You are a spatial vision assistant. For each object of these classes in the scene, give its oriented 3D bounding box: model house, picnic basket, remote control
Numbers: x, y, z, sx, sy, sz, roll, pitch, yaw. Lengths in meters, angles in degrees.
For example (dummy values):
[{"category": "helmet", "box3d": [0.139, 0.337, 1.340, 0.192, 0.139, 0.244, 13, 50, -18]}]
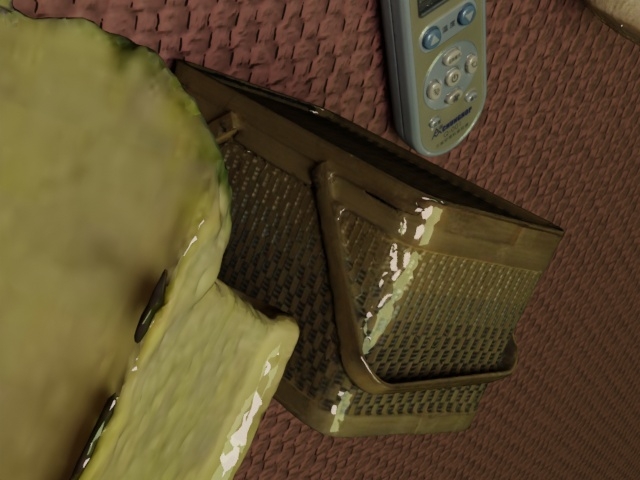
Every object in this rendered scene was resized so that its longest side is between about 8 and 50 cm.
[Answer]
[{"category": "model house", "box3d": [-0.169, 0.034, 0.464, 0.261, 0.321, 0.266, -64, 164, -9]}, {"category": "picnic basket", "box3d": [0.000, 0.000, 0.629, 0.165, 0.266, 0.139, 10, 107, -48]}, {"category": "remote control", "box3d": [0.087, -0.164, 0.759, 0.087, 0.047, 0.244, -34, 143, -18]}]

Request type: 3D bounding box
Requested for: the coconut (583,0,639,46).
[{"category": "coconut", "box3d": [0.311, -0.250, 0.828, 0.171, 0.171, 0.183, 16, 110, -53]}]
